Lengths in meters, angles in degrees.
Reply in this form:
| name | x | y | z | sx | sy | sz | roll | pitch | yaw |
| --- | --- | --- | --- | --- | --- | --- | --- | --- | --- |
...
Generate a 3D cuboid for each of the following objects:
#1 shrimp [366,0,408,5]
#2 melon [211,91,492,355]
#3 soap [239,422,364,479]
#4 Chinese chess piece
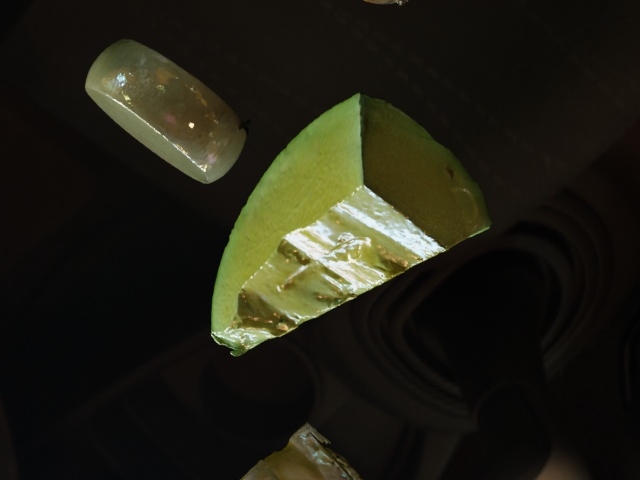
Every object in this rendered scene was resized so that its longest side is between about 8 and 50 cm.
| name | x | y | z | sx | sy | sz | roll | pitch | yaw |
| --- | --- | --- | --- | --- | --- | --- | --- | --- | --- |
| shrimp | 0.107 | -0.324 | 1.458 | 0.133 | 0.236 | 0.053 | -28 | 87 | 14 |
| melon | 0.000 | 0.000 | 1.265 | 0.196 | 0.124 | 0.323 | 42 | 129 | -16 |
| soap | 0.014 | 0.275 | 1.008 | 0.135 | 0.233 | 0.076 | -41 | 138 | -6 |
| Chinese chess piece | -0.075 | -0.064 | 0.598 | 0.084 | 0.084 | 0.034 | 37 | 81 | -12 |
